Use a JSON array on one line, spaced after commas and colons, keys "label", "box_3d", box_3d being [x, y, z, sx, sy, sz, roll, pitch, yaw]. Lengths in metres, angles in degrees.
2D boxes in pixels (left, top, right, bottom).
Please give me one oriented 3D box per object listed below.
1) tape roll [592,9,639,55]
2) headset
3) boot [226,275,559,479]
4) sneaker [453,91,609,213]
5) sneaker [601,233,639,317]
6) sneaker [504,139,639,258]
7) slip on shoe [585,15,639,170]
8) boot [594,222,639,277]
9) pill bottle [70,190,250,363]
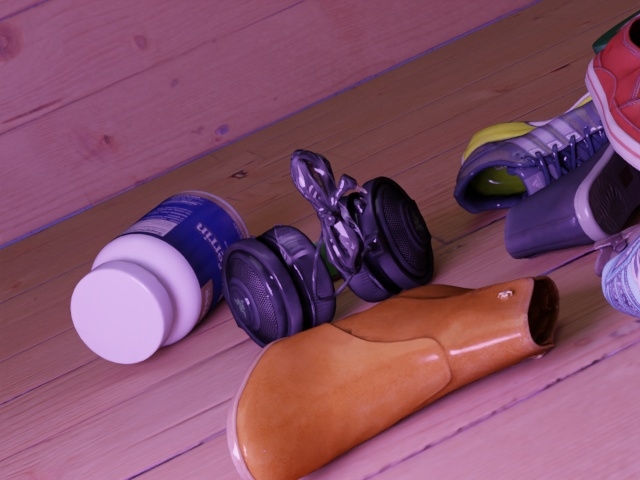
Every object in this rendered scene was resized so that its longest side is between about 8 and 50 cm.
[{"label": "tape roll", "box_3d": [0.565, -0.337, 1.844, 0.321, 0.077, 0.321, -30, 8, 4]}, {"label": "headset", "box_3d": [0.000, 0.000, 1.346, 0.243, 0.185, 0.394, -25, 2, -4]}, {"label": "boot", "box_3d": [0.072, 0.099, 1.007, 0.211, 0.104, 0.295, -16, 11, 32]}, {"label": "sneaker", "box_3d": [0.286, -0.094, 1.448, 0.300, 0.111, 0.121, -21, 22, 37]}, {"label": "sneaker", "box_3d": [0.342, -0.025, 1.024, 0.283, 0.110, 0.122, -29, 10, -26]}, {"label": "sneaker", "box_3d": [0.278, -0.054, 1.305, 0.118, 0.083, 0.222, -19, 10, 41]}, {"label": "slip on shoe", "box_3d": [0.348, -0.129, 1.217, 0.331, 0.123, 0.101, -97, 30, -58]}, {"label": "boot", "box_3d": [0.300, -0.004, 1.156, 0.087, 0.042, 0.118, -20, 12, 29]}, {"label": "pill bottle", "box_3d": [-0.203, 0.046, 1.593, 0.153, 0.153, 0.265, -17, 15, 25]}]
